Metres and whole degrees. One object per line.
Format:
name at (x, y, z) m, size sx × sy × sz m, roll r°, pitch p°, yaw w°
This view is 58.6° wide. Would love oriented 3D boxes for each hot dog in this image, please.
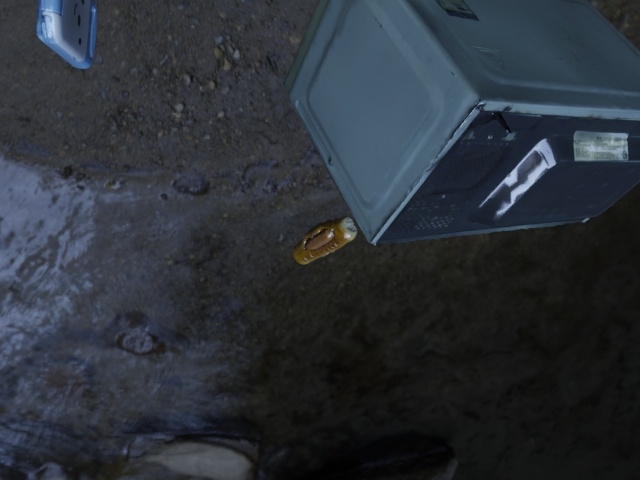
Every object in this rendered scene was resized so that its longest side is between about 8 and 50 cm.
hot dog at (0.000, 0.000, 0.781) m, size 0.028 × 0.043 × 0.137 m, roll -20°, pitch 176°, yaw -36°

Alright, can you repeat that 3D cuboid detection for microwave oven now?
microwave oven at (0.178, -0.149, 0.643) m, size 0.355 × 0.286 × 0.218 m, roll -6°, pitch 147°, yaw -33°

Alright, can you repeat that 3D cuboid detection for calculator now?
calculator at (-0.385, -0.341, 0.876) m, size 0.039 × 0.210 × 0.120 m, roll 7°, pitch 91°, yaw -7°
